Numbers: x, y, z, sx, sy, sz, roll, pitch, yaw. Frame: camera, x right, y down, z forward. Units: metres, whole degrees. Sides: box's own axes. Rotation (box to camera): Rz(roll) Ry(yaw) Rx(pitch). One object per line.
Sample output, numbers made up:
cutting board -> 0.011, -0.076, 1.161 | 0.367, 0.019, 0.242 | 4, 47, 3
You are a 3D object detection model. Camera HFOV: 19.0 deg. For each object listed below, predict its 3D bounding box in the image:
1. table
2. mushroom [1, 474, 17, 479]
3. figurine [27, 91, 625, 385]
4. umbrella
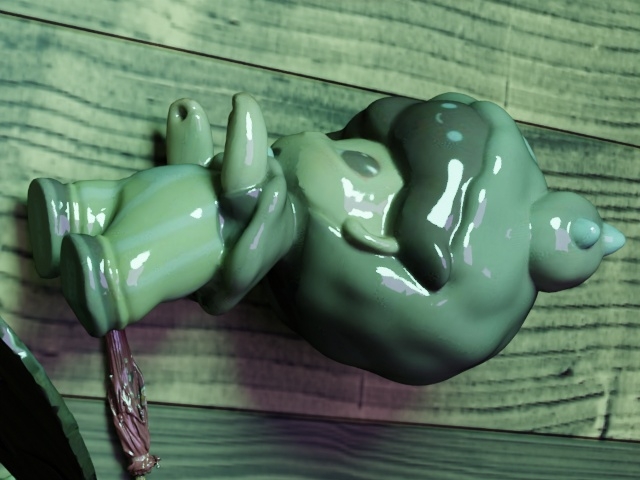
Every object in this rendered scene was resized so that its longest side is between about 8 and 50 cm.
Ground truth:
table -> -0.297, 0.126, 1.038 | 0.249, 0.317, 0.317 | -42, 114, -19
mushroom -> -0.185, 0.191, 1.247 | 0.083, 0.067, 0.083 | -5, 99, -32
figurine -> -0.001, 0.000, 1.303 | 0.380, 0.248, 0.203 | -1, 96, -25
umbrella -> -0.133, 0.105, 1.314 | 0.027, 0.025, 0.165 | -12, 95, -14
